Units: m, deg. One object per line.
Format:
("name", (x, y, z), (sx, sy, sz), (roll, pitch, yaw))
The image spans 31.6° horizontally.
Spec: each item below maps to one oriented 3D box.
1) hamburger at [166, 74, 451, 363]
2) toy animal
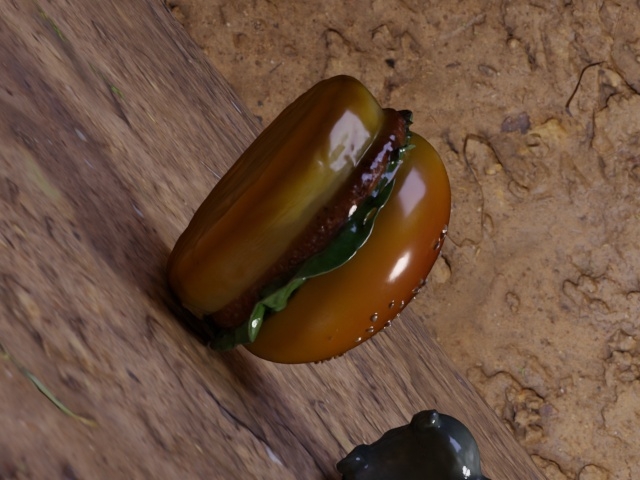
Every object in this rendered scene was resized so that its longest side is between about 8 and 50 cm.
("hamburger", (0.000, -0.001, 0.899), (0.170, 0.246, 0.246), (39, 9, -12))
("toy animal", (0.122, 0.257, 0.903), (0.127, 0.125, 0.251), (-21, 77, -54))
